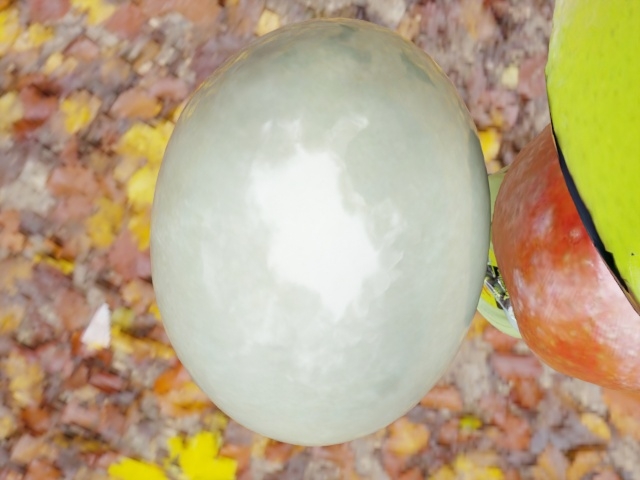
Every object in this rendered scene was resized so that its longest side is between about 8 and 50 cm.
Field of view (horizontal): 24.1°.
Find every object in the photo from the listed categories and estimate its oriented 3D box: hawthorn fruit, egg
[{"bbox_3d":[0.284,-0.006,1.316,0.284,0.284,0.284,3,118,7],"label":"hawthorn fruit"},{"bbox_3d":[0.000,0.000,1.133,0.258,0.258,0.352,13,126,2],"label":"egg"}]

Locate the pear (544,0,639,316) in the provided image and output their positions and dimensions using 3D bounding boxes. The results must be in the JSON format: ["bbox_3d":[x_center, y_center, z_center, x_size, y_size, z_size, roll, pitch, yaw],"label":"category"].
[{"bbox_3d":[0.290,-0.092,0.588,0.399,0.165,0.399,-1,73,5],"label":"pear"}]

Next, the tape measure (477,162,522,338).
[{"bbox_3d":[0.206,0.012,1.510,0.106,0.175,0.200,-29,103,-26],"label":"tape measure"}]
